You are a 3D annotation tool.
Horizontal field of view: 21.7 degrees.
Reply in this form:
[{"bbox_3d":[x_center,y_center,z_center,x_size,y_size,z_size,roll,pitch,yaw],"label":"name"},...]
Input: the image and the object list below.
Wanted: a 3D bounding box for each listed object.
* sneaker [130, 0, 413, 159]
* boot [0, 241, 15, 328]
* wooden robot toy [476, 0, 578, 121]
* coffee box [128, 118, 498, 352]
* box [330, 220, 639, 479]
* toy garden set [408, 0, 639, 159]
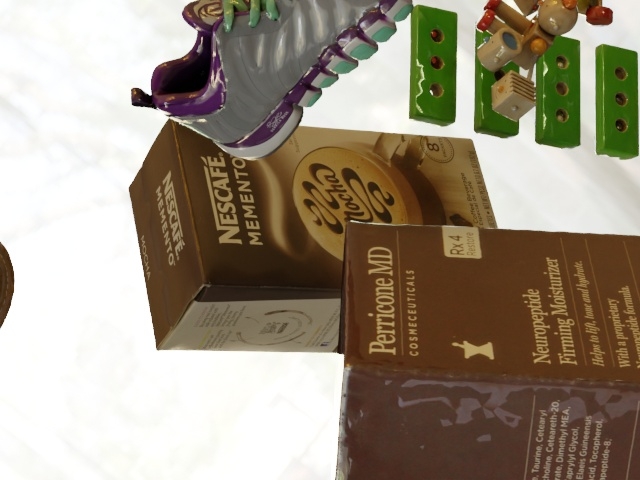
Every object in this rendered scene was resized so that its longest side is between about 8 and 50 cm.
[{"bbox_3d":[-0.020,-0.139,0.994,0.224,0.098,0.083,-50,43,27],"label":"sneaker"},{"bbox_3d":[-0.367,0.076,1.156,0.220,0.109,0.283,14,52,48],"label":"boot"},{"bbox_3d":[0.187,-0.189,1.464,0.079,0.076,0.173,-39,21,44],"label":"wooden robot toy"},{"bbox_3d":[0.000,0.000,1.440,0.119,0.297,0.168,-51,45,49],"label":"coffee box"},{"bbox_3d":[0.110,0.102,1.014,0.168,0.203,0.167,-88,1,-59],"label":"box"},{"bbox_3d":[0.188,-0.189,1.594,0.049,0.244,0.204,153,122,-61],"label":"toy garden set"}]
